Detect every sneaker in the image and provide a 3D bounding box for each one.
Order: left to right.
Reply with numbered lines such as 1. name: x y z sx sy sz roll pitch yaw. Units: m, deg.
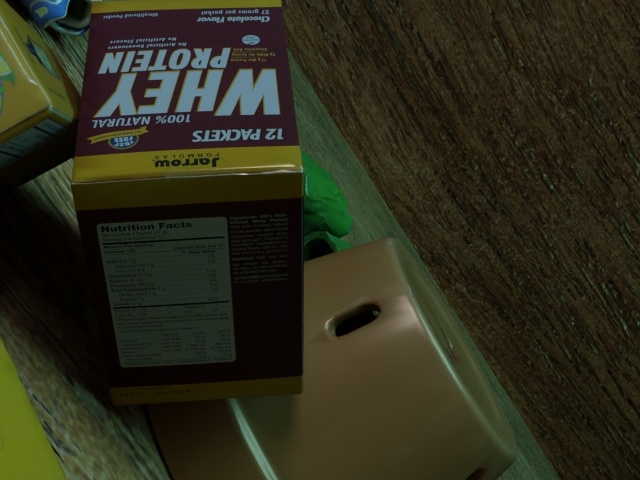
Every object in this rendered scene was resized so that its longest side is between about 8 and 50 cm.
1. sneaker: -0.239 -0.237 1.061 0.081 0.080 0.211 66 20 2

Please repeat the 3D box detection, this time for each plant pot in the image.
1. plant pot: 0.021 0.133 0.868 0.291 0.203 0.291 57 9 -15

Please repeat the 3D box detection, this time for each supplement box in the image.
1. supplement box: -0.193 -0.084 0.660 0.078 0.080 0.233 60 -6 -3
2. supplement box: -0.082 -0.029 0.723 0.191 0.129 0.194 -98 -173 -47

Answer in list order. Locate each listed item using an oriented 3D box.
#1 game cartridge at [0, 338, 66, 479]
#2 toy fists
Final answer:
1. game cartridge: -0.240 0.001 0.398 0.285 0.052 0.323 61 9 11
2. toy fists: 0.000 0.000 1.478 0.142 0.096 0.279 26 35 -55
